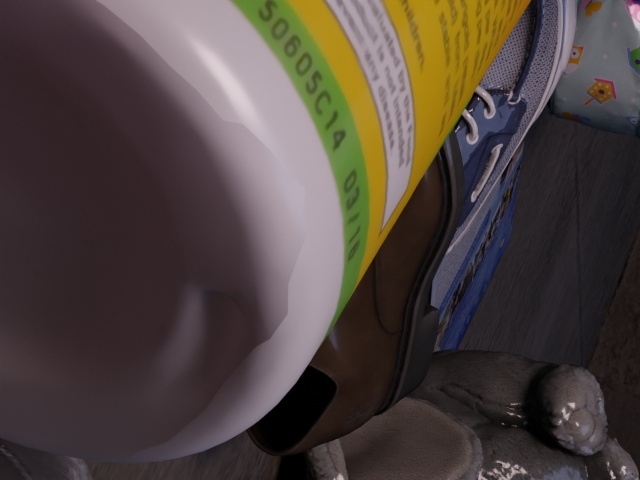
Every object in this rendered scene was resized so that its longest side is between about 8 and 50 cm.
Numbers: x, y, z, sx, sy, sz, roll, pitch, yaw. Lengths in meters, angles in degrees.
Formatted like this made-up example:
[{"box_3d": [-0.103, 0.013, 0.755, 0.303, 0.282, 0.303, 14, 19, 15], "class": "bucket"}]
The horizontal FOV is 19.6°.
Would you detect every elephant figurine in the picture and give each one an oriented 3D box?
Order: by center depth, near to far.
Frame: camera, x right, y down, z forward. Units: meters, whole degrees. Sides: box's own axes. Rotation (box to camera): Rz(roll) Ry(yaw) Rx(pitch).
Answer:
[{"box_3d": [0.046, 0.151, 0.998, 0.239, 0.186, 0.169, -21, 97, -39], "class": "elephant figurine"}]

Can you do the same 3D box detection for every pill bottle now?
[{"box_3d": [-0.016, -0.078, 0.427, 0.245, 0.136, 0.136, -57, 161, -44], "class": "pill bottle"}]

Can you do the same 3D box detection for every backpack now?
[{"box_3d": [0.223, -0.160, 1.246, 0.166, 0.144, 0.188, -34, 145, -76], "class": "backpack"}]

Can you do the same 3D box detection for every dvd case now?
[{"box_3d": [0.091, -0.011, 1.191, 0.253, 0.022, 0.180, 90, 25, -55], "class": "dvd case"}]

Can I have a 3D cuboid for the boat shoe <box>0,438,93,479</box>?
[{"box_3d": [-0.111, 0.189, 0.491, 0.105, 0.113, 0.306, -22, 122, -53], "class": "boat shoe"}]

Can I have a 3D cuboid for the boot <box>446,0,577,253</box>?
[{"box_3d": [0.065, -0.055, 0.908, 0.086, 0.069, 0.190, -45, 158, -54], "class": "boot"}]

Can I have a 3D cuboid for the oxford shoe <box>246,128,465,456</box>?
[{"box_3d": [0.000, 0.000, 0.732, 0.096, 0.083, 0.227, -35, 138, -37], "class": "oxford shoe"}]
